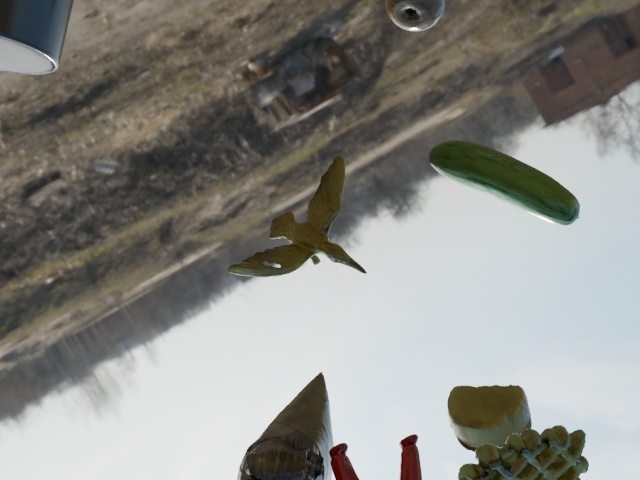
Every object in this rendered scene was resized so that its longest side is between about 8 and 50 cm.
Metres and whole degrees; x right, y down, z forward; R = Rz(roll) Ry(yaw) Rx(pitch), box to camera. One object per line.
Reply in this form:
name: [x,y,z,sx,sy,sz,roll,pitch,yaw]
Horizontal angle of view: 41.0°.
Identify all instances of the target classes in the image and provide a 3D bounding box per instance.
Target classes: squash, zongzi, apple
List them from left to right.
zongzi: [-0.043,0.325,1.442,0.289,0.154,0.318,96,7,-63]
apple: [0.142,-0.360,1.287,0.089,0.089,0.075,-28,-136,33]
squash: [0.331,-0.111,1.534,0.082,0.292,0.082,-56,162,-28]

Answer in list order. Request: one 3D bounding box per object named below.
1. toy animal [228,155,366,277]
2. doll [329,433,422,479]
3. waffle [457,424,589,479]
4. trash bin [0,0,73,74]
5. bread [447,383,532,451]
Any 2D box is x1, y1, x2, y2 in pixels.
toy animal: [0.000,0.000,1.175,0.219,0.155,0.095,-54,177,-8]
doll: [0.121,0.488,1.281,0.188,0.384,0.099,-4,155,-22]
waffle: [0.201,0.269,0.885,0.169,0.184,0.036,-4,-149,-23]
trash bin: [-0.397,-0.399,1.095,0.214,0.334,0.214,10,174,1]
bread: [0.300,0.322,1.550,0.156,0.086,0.125,-3,-149,28]
